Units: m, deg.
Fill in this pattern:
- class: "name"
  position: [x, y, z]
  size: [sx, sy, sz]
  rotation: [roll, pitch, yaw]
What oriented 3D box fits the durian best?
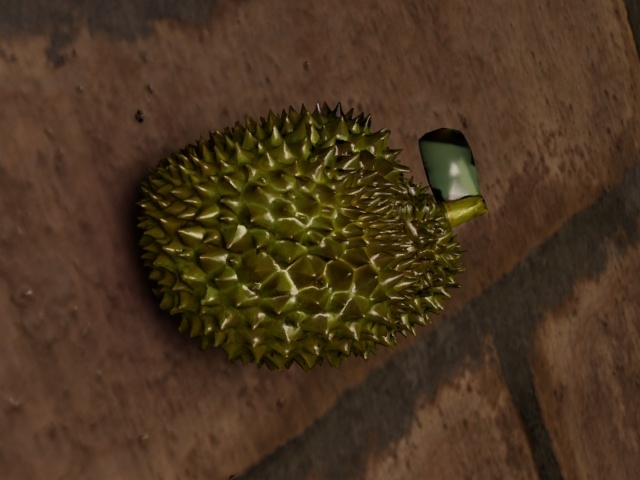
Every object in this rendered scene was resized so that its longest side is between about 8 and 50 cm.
- class: "durian"
  position: [-0.011, 0.008, 0.765]
  size: [0.198, 0.159, 0.146]
  rotation: [13, 65, -40]
